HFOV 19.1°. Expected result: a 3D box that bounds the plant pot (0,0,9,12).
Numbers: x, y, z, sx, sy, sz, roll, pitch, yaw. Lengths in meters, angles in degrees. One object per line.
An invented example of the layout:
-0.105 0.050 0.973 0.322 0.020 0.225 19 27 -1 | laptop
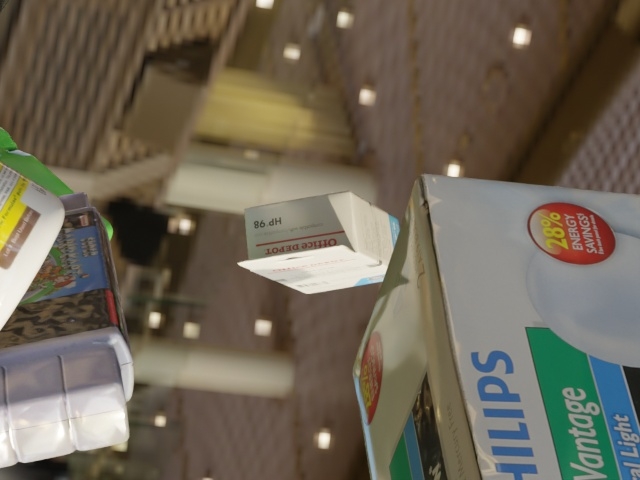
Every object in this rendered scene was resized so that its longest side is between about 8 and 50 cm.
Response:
-0.446 -0.246 1.917 0.167 0.187 0.188 -64 159 5 | plant pot

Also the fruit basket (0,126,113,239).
-0.413 0.080 1.693 0.283 0.392 0.392 40 -50 20 | fruit basket

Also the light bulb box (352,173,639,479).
0.236 0.158 1.381 0.358 0.361 0.225 -98 -162 -46 | light bulb box

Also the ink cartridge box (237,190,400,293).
0.000 0.000 1.722 0.180 0.104 0.060 27 55 -68 | ink cartridge box

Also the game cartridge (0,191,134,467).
-0.254 0.060 1.343 0.355 0.230 0.068 -116 -168 -66 | game cartridge

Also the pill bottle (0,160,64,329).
-0.275 -0.028 1.177 0.117 0.215 0.117 -55 -169 16 | pill bottle
